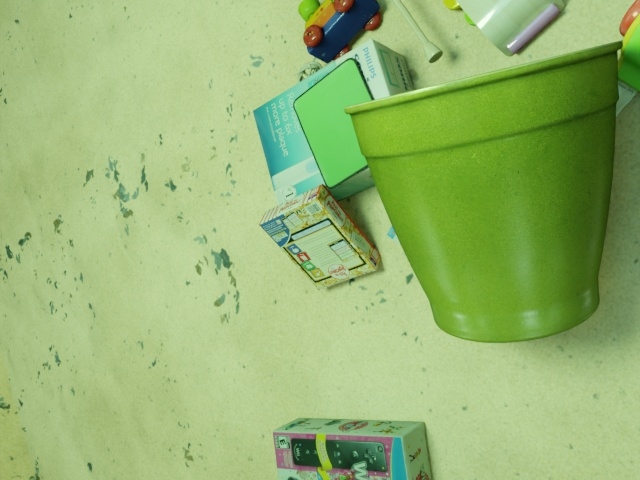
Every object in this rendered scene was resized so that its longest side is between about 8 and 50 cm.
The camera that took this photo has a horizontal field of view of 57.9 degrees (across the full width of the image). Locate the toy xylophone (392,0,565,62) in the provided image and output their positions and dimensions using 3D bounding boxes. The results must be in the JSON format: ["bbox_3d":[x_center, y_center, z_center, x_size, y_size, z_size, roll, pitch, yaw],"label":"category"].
[{"bbox_3d":[0.239,-0.447,0.979,0.236,0.081,0.323,-32,72,31],"label":"toy xylophone"}]

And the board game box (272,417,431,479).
[{"bbox_3d":[0.062,0.467,1.112,0.303,0.097,0.224,-12,84,34],"label":"board game box"}]

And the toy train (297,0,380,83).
[{"bbox_3d":[-0.008,-0.420,1.152,0.248,0.105,0.144,-41,58,29],"label":"toy train"}]

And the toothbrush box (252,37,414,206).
[{"bbox_3d":[0.038,-0.203,1.101,0.295,0.126,0.217,-20,80,33],"label":"toothbrush box"}]

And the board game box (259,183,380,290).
[{"bbox_3d":[0.000,0.000,1.108,0.146,0.045,0.193,-22,121,33],"label":"board game box"}]

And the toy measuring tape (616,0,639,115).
[{"bbox_3d":[0.441,-0.241,0.819,0.121,0.121,0.330,47,116,25],"label":"toy measuring tape"}]

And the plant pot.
[{"bbox_3d":[0.248,-0.058,0.828,0.366,0.366,0.353,-5,104,35],"label":"plant pot"}]

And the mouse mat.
[{"bbox_3d":[0.035,-0.205,1.022,0.152,0.007,0.190,-30,74,31],"label":"mouse mat"}]

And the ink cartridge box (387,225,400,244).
[{"bbox_3d":[0.170,-0.007,1.067,0.083,0.028,0.048,40,112,29],"label":"ink cartridge box"}]
